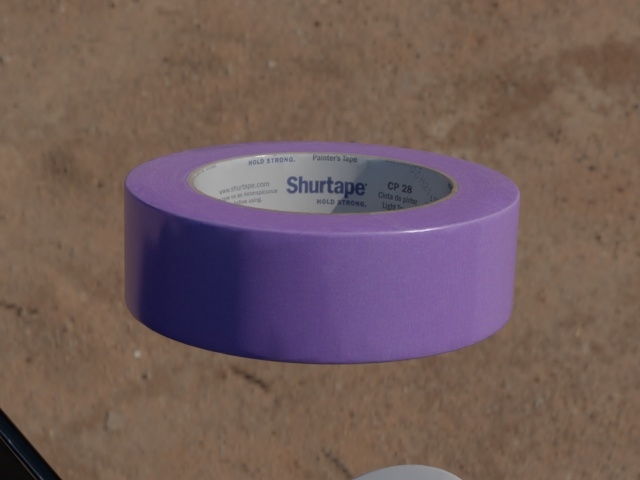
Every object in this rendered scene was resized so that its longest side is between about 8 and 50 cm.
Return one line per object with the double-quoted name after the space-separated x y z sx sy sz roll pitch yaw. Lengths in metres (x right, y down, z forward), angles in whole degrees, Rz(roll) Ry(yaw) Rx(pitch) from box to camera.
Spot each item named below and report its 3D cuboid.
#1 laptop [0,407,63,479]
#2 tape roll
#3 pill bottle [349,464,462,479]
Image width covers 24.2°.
-0.299 0.198 0.990 0.236 0.408 0.382 -35 42 -17 "laptop"
0.000 0.000 1.051 0.275 0.090 0.275 1 16 0 "tape roll"
0.079 0.249 0.796 0.152 0.272 0.152 -19 34 14 "pill bottle"
